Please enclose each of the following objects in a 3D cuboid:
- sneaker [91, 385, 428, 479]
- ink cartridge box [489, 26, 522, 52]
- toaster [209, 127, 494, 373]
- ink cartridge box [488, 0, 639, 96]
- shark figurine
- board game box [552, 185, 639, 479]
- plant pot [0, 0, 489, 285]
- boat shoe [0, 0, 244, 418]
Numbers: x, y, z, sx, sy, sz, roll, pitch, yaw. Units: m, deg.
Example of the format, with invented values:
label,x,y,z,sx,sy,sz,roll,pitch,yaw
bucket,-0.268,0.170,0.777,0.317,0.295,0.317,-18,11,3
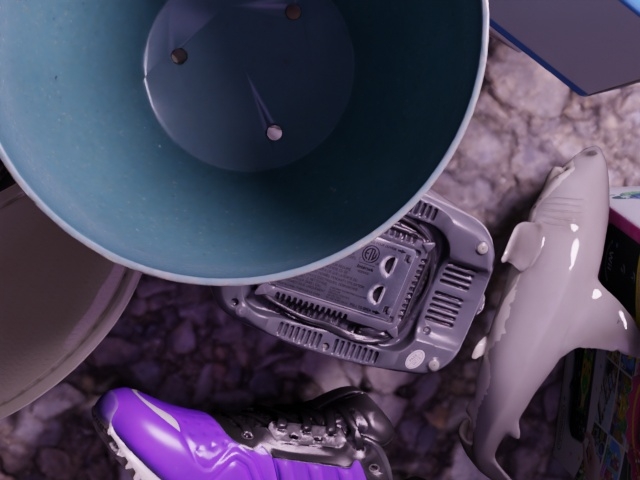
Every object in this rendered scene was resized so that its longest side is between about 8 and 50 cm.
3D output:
label,x,y,z,sx,sy,sz,roll,pitch,yaw
sneaker,-0.027,0.158,1.421,0.293,0.102,0.146,34,92,-26
ink cartridge box,0.114,-0.202,1.339,0.143,0.092,0.090,36,96,-21
toaster,0.000,0.000,1.345,0.227,0.146,0.129,17,102,-19
ink cartridge box,0.184,-0.285,1.246,0.223,0.129,0.307,34,68,-21
shark figurine,0.169,0.080,1.383,0.116,0.166,0.278,20,105,12
board game box,0.272,0.106,1.363,0.097,0.303,0.224,0,107,-16
plant pot,-0.050,-0.117,1.158,0.290,0.195,0.290,0,88,2
boat shoe,-0.159,-0.024,1.318,0.127,0.113,0.340,28,92,4
